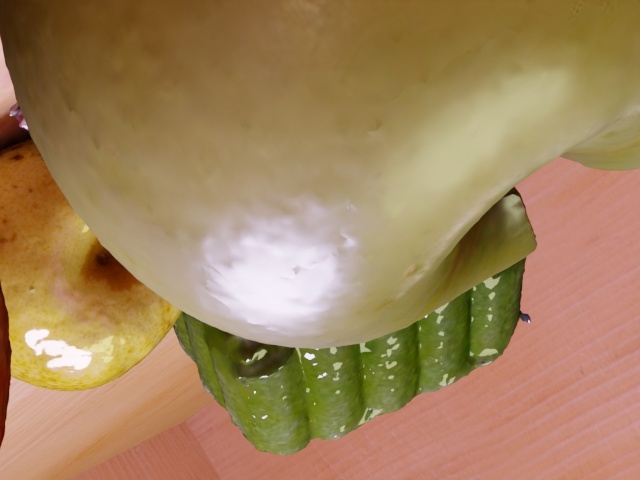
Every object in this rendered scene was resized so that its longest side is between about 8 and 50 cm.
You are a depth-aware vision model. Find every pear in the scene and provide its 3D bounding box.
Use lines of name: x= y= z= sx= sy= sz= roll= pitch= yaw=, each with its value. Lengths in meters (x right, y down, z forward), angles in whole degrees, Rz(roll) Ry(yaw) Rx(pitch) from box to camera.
pear: x=-0.169 y=0.012 z=0.912 sx=0.178 sy=0.178 sz=0.178 roll=-32 pitch=172 yaw=-5

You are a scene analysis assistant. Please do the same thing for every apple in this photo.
apple: x=0.019 y=-0.106 z=0.544 sx=0.292 sy=0.254 sz=0.292 roll=-33 pitch=170 yaw=-7

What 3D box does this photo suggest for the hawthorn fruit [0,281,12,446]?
hawthorn fruit: x=-0.270 y=0.061 z=0.536 sx=0.307 sy=0.265 sz=0.265 roll=-9 pitch=-169 yaw=45

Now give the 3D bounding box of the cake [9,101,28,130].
cake: x=-0.039 y=-0.082 z=0.846 sx=0.295 sy=0.112 sz=0.116 roll=6 pitch=134 yaw=-41

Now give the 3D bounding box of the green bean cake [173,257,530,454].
green bean cake: x=0.000 y=0.000 z=1.029 sx=0.247 sy=0.250 sz=0.156 roll=-23 pitch=140 yaw=-14
